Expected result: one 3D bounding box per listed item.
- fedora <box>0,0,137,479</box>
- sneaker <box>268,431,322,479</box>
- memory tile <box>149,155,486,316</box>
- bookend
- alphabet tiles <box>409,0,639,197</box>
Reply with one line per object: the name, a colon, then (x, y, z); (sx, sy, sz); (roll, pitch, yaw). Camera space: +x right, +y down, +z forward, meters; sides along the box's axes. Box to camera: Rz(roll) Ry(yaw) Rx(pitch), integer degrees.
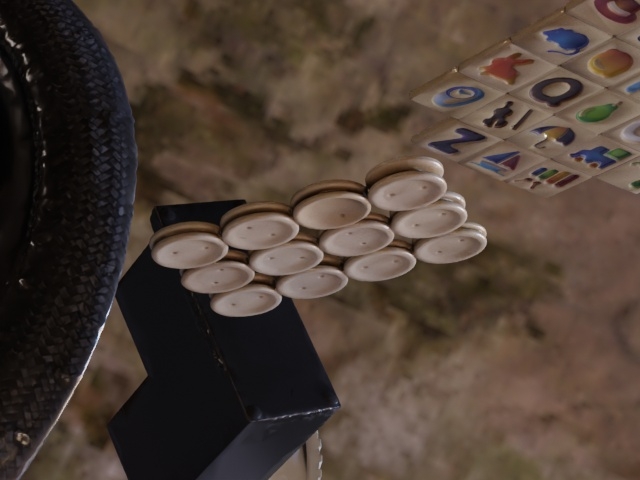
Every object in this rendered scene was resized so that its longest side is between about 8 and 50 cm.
fedora: (-0.212, 0.031, 0.902); (0.334, 0.334, 0.152); (24, -18, 25)
sneaker: (-0.051, 0.202, 1.792); (0.095, 0.235, 0.090); (6, -41, -14)
memory tile: (0.000, 0.000, 0.935); (0.148, 0.012, 0.113); (-15, -25, 16)
bookend: (-0.082, 0.083, 1.240); (0.072, 0.157, 0.156); (-5, 59, -39)
alphabet tiles: (0.252, -0.120, 1.579); (0.285, 0.011, 0.342); (19, -32, -37)
